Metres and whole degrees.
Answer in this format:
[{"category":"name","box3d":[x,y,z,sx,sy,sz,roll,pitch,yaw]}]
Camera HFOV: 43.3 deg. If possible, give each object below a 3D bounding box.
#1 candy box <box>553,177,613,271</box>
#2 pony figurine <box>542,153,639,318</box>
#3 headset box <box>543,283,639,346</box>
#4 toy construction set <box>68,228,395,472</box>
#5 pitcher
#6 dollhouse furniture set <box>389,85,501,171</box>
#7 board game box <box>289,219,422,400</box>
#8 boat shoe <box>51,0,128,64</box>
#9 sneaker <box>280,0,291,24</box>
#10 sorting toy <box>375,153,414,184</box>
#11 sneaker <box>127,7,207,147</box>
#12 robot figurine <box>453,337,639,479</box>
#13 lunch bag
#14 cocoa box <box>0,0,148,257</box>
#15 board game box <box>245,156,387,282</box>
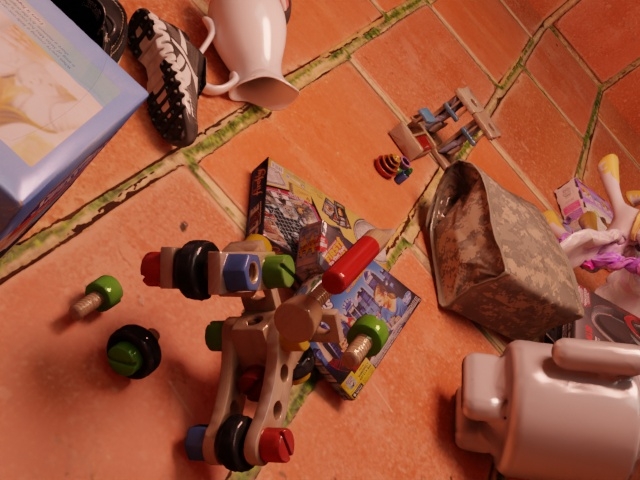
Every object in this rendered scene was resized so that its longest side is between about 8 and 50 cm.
[{"category":"candy box","box3d":[0.692,-0.041,2.055,0.165,0.070,0.196,29,39,-31]},{"category":"pony figurine","box3d":[0.599,0.016,1.694,0.303,0.351,0.363,39,16,-25]},{"category":"headset box","box3d":[0.549,0.230,1.528,0.293,0.110,0.218,29,38,-2]},{"category":"toy construction set","box3d":[-0.041,0.069,0.857,0.257,0.309,0.237,58,32,-6]},{"category":"pitcher","box3d":[-0.134,-0.319,1.288,0.178,0.125,0.207,0,69,-33]},{"category":"dollhouse furniture set","box3d":[0.258,-0.217,1.640,0.129,0.129,0.184,55,32,6]},{"category":"board game box","box3d":[0.020,0.080,1.090,0.194,0.060,0.194,50,54,-15]},{"category":"boat shoe","box3d":[-0.313,-0.254,0.996,0.127,0.113,0.340,46,33,-9]},{"category":"sneaker","box3d":[-0.161,-0.477,1.385,0.116,0.136,0.314,44,-12,45]},{"category":"sorting toy","box3d":[0.148,-0.141,1.515,0.102,0.042,0.061,-12,68,-55]},{"category":"sneaker","box3d":[-0.197,-0.228,1.145,0.106,0.078,0.234,7,51,-45]},{"category":"robot figurine","box3d":[0.377,0.257,1.178,0.354,0.300,0.199,8,43,4]},{"category":"lunch bag","box3d":[0.323,0.011,1.467,0.235,0.169,0.287,26,45,-34]},{"category":"cocoa box","box3d":[-0.379,-0.140,0.700,0.347,0.228,0.231,44,34,-12]},{"category":"board game box","box3d":[0.000,0.000,1.199,0.243,0.042,0.165,32,38,-28]}]
